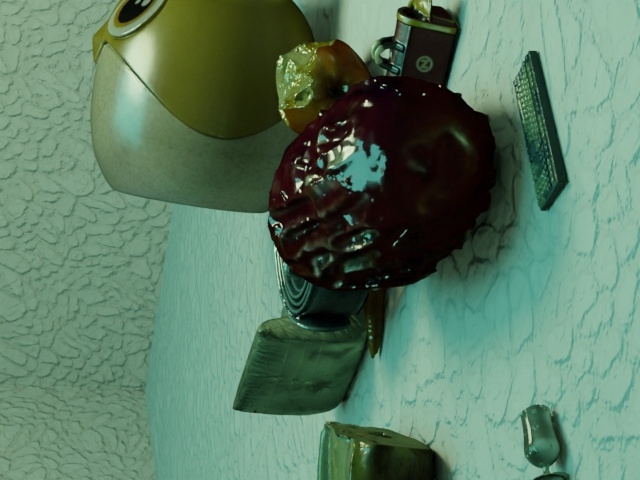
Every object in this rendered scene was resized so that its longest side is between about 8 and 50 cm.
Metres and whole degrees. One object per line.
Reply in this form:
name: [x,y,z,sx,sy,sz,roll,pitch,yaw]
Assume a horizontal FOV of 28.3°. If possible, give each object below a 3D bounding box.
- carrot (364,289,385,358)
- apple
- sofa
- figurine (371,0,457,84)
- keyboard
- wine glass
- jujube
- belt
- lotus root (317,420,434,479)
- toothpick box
carrot: [0.077,0.062,1.812,0.048,0.048,0.216,-155,66,-74]
apple: [0.011,-0.226,1.949,0.156,0.147,0.158,-51,31,2]
sofa: [-0.041,0.131,1.963,0.210,0.176,0.225,110,158,-45]
figurine: [0.116,-0.252,1.645,0.082,0.098,0.154,-106,22,-61]
keyboard: [0.230,-0.118,1.344,0.055,0.014,0.176,111,159,-55]
wine glass: [0.220,0.202,1.249,0.042,0.039,0.083,109,163,-50]
jujube: [0.071,-0.064,1.520,0.377,0.258,0.258,169,105,-64]
belt: [0.000,0.000,1.785,0.206,0.116,0.267,133,138,-60]
lotus root: [0.067,0.301,1.597,0.235,0.138,0.119,177,103,-75]
toothpick box: [-0.207,-0.279,2.251,0.409,0.409,0.425,-156,75,-74]
